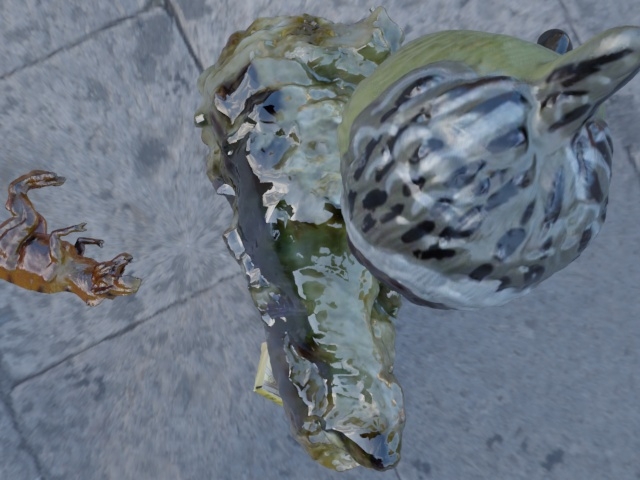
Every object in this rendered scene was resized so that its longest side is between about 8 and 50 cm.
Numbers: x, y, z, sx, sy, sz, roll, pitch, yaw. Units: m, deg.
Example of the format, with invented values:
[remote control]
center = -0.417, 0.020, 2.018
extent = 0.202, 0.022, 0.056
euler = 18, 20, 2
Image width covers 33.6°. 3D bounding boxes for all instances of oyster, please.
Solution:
[oyster]
center = -0.007, 0.001, 0.771
extent = 0.133, 0.198, 0.337
euler = -16, 98, -42

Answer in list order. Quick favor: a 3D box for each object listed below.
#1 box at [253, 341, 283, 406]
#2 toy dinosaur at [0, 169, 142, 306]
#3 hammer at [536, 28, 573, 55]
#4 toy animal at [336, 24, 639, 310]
[box]
center = -0.027, 0.197, 1.434
extent = 0.149, 0.020, 0.073
euler = 34, 52, -36
[toy dinosaur]
center = -0.446, -0.005, 1.522
extent = 0.432, 0.097, 0.208
euler = 3, 72, 14
[hammer]
center = 0.110, -0.191, 1.228
extent = 0.440, 0.168, 0.044
euler = 12, 69, 36
[toy animal]
center = 0.057, -0.022, 0.353
extent = 0.098, 0.137, 0.098
euler = 0, 89, -21
